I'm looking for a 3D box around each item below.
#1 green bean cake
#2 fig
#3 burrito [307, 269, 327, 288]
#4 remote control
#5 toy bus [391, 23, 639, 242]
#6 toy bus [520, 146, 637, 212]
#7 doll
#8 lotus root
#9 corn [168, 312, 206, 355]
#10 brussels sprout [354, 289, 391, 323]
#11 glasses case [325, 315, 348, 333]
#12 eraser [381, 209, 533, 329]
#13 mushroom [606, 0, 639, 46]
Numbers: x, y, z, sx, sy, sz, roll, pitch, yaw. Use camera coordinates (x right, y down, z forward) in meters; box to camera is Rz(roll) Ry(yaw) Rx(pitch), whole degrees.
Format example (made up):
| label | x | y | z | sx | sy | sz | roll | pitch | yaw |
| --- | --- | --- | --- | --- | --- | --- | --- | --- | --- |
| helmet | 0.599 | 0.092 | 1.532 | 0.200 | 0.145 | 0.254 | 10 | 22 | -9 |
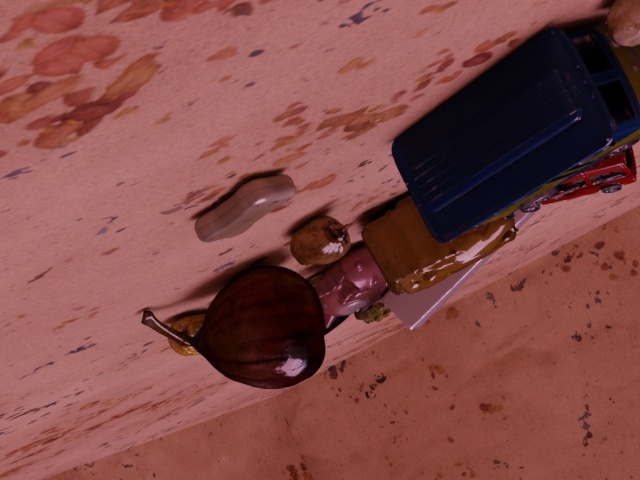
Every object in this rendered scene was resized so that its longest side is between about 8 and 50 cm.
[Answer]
| label | x | y | z | sx | sy | sz | roll | pitch | yaw |
| --- | --- | --- | --- | --- | --- | --- | --- | --- | --- |
| green bean cake | 0.184 | -0.010 | 1.897 | 0.224 | 0.131 | 0.229 | -27 | 171 | 3 |
| fig | -0.114 | 0.140 | 1.847 | 0.249 | 0.186 | 0.204 | -18 | -171 | 3 |
| burrito | -0.034 | 0.099 | 2.215 | 0.171 | 0.042 | 0.051 | -31 | 159 | 26 |
| remote control | -0.084 | -0.036 | 1.370 | 0.122 | 0.032 | 0.074 | -34 | 167 | 40 |
| toy bus | 0.238 | -0.123 | 1.400 | 0.175 | 0.138 | 0.287 | -17 | 168 | -42 |
| toy bus | 0.351 | -0.103 | 1.791 | 0.195 | 0.081 | 0.089 | -13 | 162 | 23 |
| doll | 0.061 | 0.068 | 2.105 | 0.211 | 0.093 | 0.262 | -41 | 166 | 16 |
| lotus root | 0.000 | 0.000 | 1.692 | 0.072 | 0.063 | 0.152 | 10 | 161 | -25 |
| corn | -0.188 | 0.152 | 2.027 | 0.067 | 0.067 | 0.206 | -28 | 170 | 17 |
| brussels sprout | 0.125 | 0.093 | 2.437 | 0.139 | 0.100 | 0.181 | -32 | 173 | -23 |
| glasses case | -0.054 | 0.177 | 2.460 | 0.122 | 0.082 | 0.321 | -15 | 167 | -42 |
| eraser | 0.238 | 0.022 | 2.109 | 0.298 | 0.076 | 0.078 | -46 | 168 | 12 |
| mushroom | 0.338 | -0.231 | 1.281 | 0.083 | 0.067 | 0.083 | -31 | 171 | -6 |
